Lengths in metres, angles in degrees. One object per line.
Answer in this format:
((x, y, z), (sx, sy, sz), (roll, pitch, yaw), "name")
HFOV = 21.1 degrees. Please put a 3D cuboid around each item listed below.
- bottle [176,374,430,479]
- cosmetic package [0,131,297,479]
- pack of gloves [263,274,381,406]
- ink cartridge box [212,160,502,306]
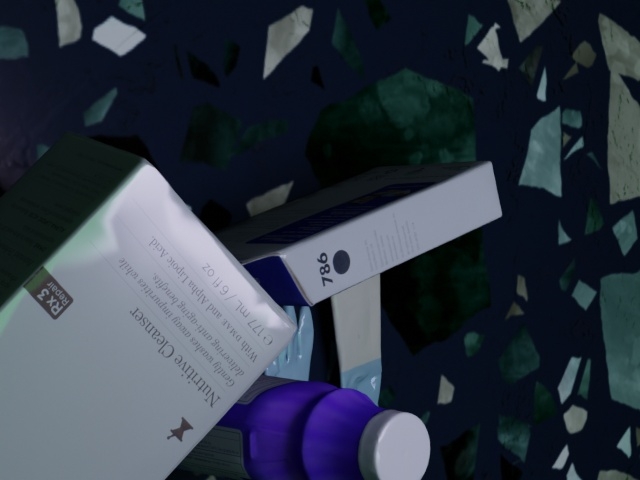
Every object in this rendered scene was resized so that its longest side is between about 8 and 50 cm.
((-0.030, 0.166, 1.484), (0.118, 0.283, 0.092), (-6, 96, -45), "bottle")
((-0.235, 0.127, 1.323), (0.385, 0.156, 0.217), (-50, 122, -15), "cosmetic package")
((-0.006, 0.156, 1.686), (0.195, 0.046, 0.232), (-17, 107, -53), "pack of gloves")
((0.000, 0.000, 1.585), (0.333, 0.165, 0.065), (-21, 104, -40), "ink cartridge box")
